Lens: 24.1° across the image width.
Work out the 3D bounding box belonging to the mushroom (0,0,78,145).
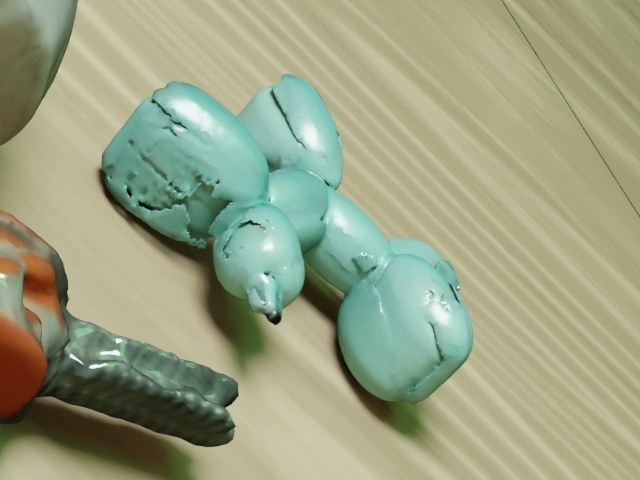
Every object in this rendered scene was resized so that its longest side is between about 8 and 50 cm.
[{"bbox_3d":[-0.156,-0.159,0.548,0.159,0.122,0.329,40,32,-33],"label":"mushroom"}]

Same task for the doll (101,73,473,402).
[{"bbox_3d":[0.000,0.000,0.637,0.158,0.059,0.159,54,26,19],"label":"doll"}]

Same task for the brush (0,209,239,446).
[{"bbox_3d":[-0.145,0.001,0.416,0.323,0.070,0.051,27,36,-35],"label":"brush"}]
